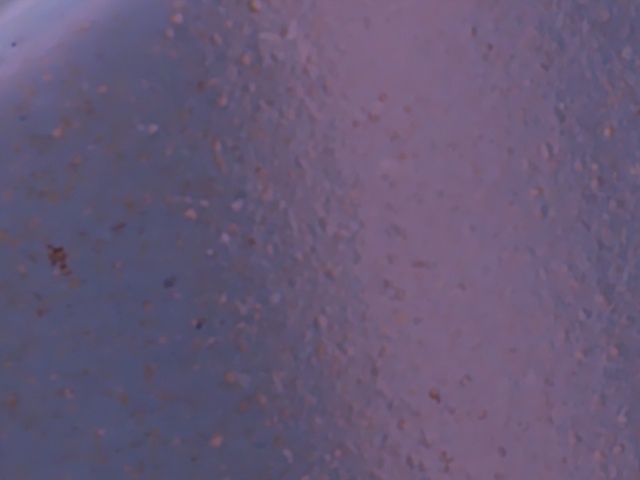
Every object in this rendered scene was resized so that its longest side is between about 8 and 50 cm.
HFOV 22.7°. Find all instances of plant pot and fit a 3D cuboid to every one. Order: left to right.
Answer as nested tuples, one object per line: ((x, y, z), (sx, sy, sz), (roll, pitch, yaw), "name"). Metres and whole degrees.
((0.000, 0.000, 0.444), (0.252, 0.247, 0.248), (-21, 15, -22), "plant pot")
